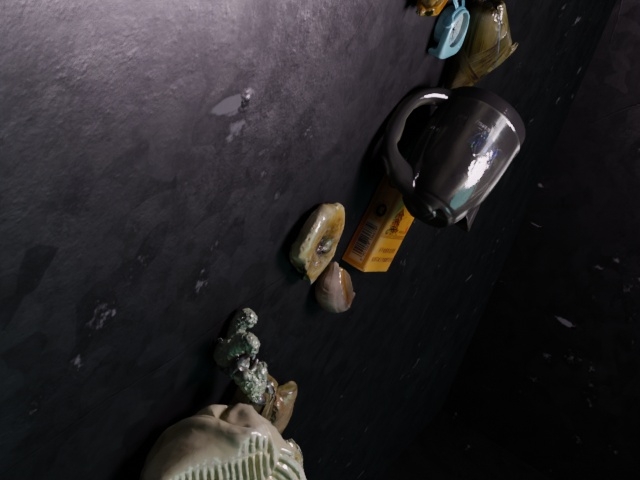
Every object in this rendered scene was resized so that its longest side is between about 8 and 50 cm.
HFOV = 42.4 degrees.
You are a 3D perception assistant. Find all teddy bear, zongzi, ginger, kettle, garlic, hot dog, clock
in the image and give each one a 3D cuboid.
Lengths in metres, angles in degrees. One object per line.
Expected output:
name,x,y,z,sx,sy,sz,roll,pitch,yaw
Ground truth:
teddy bear,-0.170,0.260,1.741,0.133,0.111,0.213,-95,177,-59
zongzi,0.356,-0.459,1.993,0.242,0.112,0.221,-42,153,0
zongzi,-0.146,0.390,1.969,0.194,0.099,0.197,-60,157,17
ginger,-0.122,0.469,2.161,0.137,0.074,0.213,-2,116,-54
kettle,0.289,-0.202,1.954,0.324,0.321,0.228,-56,-160,-22
garlic,0.039,0.132,2.073,0.101,0.087,0.195,-67,158,-16
hot dog,0.266,-0.570,1.699,0.250,0.076,0.104,-55,177,-1
clock,0.303,-0.496,1.896,0.108,0.045,0.147,-33,145,-49

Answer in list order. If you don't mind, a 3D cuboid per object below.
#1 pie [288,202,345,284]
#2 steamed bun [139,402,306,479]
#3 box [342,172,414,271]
pie,-0.003,-0.002,1.858,0.185,0.052,0.218,-60,161,-13
steamed bun,-0.219,0.506,1.779,0.394,0.237,0.347,20,98,-32
box,0.175,-0.052,2.139,0.274,0.076,0.174,-64,159,10
